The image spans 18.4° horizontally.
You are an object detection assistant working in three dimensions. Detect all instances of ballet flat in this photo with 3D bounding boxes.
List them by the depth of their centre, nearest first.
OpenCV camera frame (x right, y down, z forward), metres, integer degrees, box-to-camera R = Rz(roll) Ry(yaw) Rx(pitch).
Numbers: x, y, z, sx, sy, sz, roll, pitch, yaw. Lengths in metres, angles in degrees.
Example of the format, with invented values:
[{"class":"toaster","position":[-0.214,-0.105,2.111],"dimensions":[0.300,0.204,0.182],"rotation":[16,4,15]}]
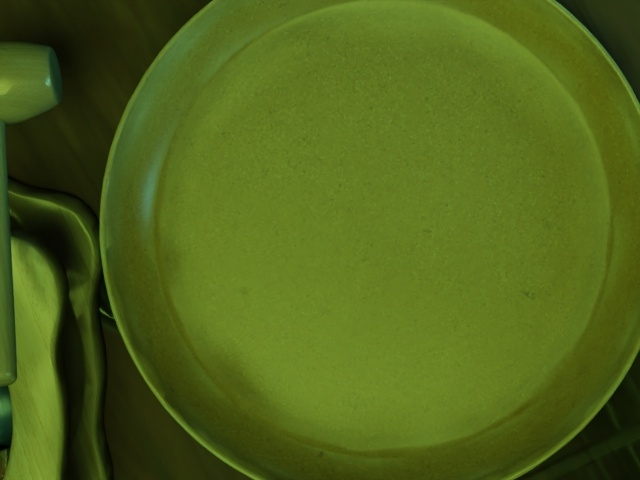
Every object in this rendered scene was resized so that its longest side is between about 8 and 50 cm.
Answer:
[{"class":"ballet flat","position":[0.000,0.000,0.874],"dimensions":[0.114,0.041,0.041],"rotation":[35,111,2]}]

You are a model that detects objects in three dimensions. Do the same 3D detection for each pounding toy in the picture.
[{"class":"pounding toy","position":[-0.185,0.046,0.865],"dimensions":[0.154,0.155,0.269],"rotation":[2,106,8]}]

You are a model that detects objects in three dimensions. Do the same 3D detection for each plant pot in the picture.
[{"class":"plant pot","position":[0.026,-0.006,0.833],"dimensions":[0.236,0.032,0.236],"rotation":[0,88,4]}]
